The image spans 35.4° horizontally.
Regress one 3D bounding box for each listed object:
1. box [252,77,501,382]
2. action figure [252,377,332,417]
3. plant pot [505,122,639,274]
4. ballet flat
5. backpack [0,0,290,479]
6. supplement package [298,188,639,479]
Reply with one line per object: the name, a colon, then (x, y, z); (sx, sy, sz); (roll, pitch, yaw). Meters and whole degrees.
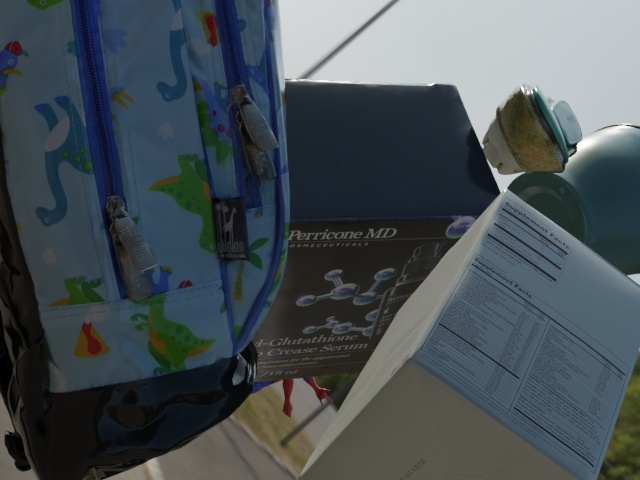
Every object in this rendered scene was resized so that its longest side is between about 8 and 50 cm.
box: (0.000, 0.000, 1.280); (0.395, 0.294, 0.212); (119, -39, -49)
action figure: (-0.092, 0.287, 1.835); (0.139, 0.280, 0.091); (61, 7, -2)
plant pot: (0.453, -0.051, 1.715); (0.272, 0.255, 0.271); (18, -66, 47)
ballet flat: (0.272, -0.134, 1.323); (0.123, 0.123, 0.348); (47, 18, 9)
backpack: (-0.134, -0.066, 0.660); (0.290, 0.273, 0.355); (-156, -135, -78)
supplement package: (0.120, 0.112, 0.766); (0.149, 0.203, 0.194); (36, -43, 1)
